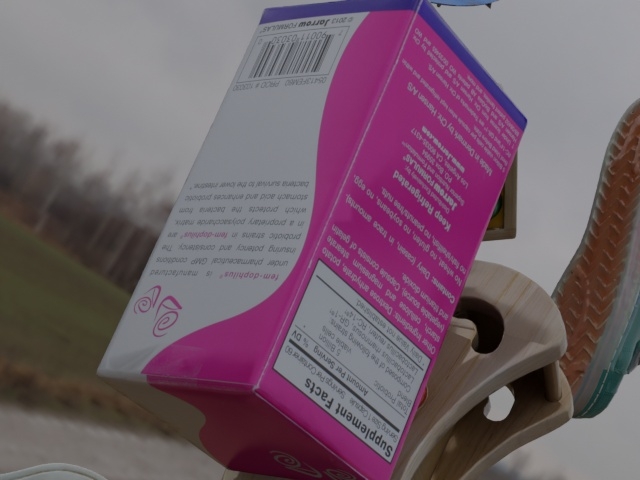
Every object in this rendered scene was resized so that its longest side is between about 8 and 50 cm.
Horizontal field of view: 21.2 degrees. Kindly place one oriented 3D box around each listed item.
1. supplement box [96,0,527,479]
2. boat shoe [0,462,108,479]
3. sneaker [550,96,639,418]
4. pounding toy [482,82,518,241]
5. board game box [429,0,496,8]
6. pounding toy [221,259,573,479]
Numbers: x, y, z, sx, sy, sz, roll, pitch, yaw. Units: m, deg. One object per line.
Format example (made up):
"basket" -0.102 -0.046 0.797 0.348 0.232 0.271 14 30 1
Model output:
"supplement box" 0.000 0.000 0.854 0.111 0.220 0.114 2 -31 43
"boat shoe" -0.314 0.278 1.719 0.254 0.095 0.079 -1 -12 -46
"sneaker" 0.290 0.026 1.500 0.121 0.302 0.108 26 -11 -24
"pounding toy" 0.076 -0.086 1.594 0.206 0.181 0.094 -5 33 -3
"board game box" 0.088 -0.242 1.537 0.133 0.033 0.168 -12 44 -32
"pounding toy" 0.059 0.112 0.966 0.154 0.269 0.155 8 -38 19
